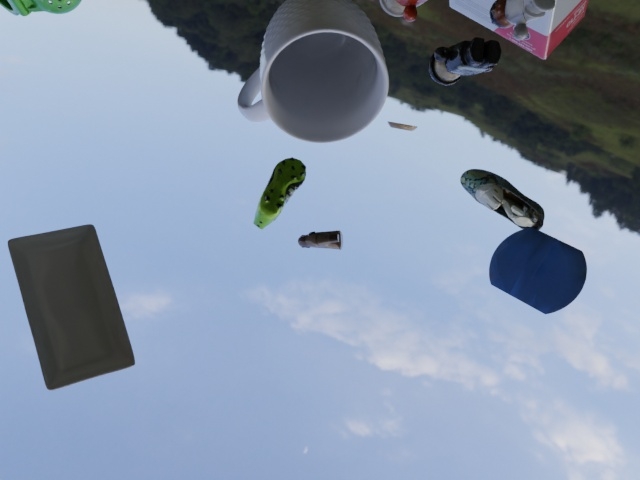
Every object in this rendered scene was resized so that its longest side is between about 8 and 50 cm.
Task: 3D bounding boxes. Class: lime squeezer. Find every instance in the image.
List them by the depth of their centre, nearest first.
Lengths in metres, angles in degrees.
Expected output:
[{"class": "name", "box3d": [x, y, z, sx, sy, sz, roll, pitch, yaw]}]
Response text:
[{"class": "lime squeezer", "box3d": [-0.304, -0.283, 0.657, 0.311, 0.109, 0.059, -2, 165, 14]}]

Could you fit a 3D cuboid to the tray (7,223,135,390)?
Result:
[{"class": "tray", "box3d": [-0.423, 0.109, 1.073, 0.145, 0.030, 0.270, -13, -108, -30]}]

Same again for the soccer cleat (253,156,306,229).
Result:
[{"class": "soccer cleat", "box3d": [-0.078, -0.091, 1.165, 0.060, 0.072, 0.179, 35, -137, -6]}]

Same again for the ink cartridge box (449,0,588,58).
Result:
[{"class": "ink cartridge box", "box3d": [0.413, -0.602, 1.294, 0.160, 0.384, 0.279, -46, -113, -7]}]

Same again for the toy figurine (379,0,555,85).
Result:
[{"class": "toy figurine", "box3d": [0.220, -0.367, 0.957, 0.213, 0.209, 0.148, 47, 172, -14]}]

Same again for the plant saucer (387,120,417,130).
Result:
[{"class": "plant saucer", "box3d": [0.218, -0.305, 1.694, 0.084, 0.015, 0.083, 10, -169, -2]}]

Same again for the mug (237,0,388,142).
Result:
[{"class": "mug", "box3d": [-0.040, -0.407, 1.476, 0.276, 0.374, 0.328, 46, -154, -36]}]

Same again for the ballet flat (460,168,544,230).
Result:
[{"class": "ballet flat", "box3d": [0.351, -0.074, 1.205, 0.188, 0.070, 0.070, 26, -153, -10]}]

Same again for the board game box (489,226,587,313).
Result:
[{"class": "board game box", "box3d": [0.398, 0.057, 1.156, 0.169, 0.133, 0.033, 31, 174, 32]}]

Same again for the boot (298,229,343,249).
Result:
[{"class": "boot", "box3d": [0.000, 0.000, 1.356, 0.087, 0.042, 0.118, -4, 172, 10]}]
